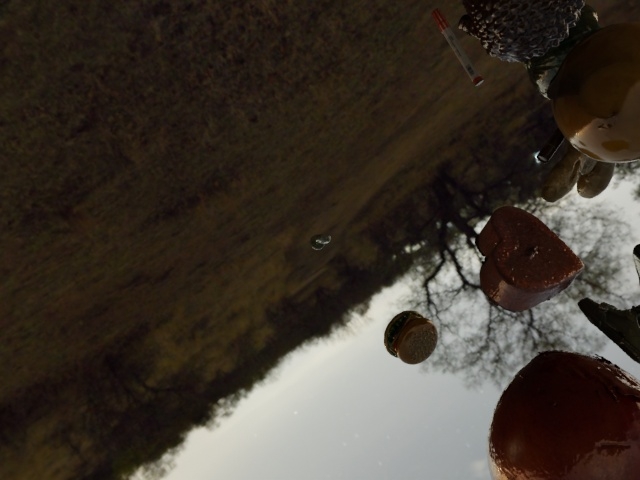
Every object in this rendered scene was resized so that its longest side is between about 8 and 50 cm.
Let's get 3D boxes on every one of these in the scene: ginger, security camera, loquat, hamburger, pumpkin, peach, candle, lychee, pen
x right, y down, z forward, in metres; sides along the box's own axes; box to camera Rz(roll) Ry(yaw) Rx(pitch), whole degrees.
[{"bbox_3d":[0.773,-0.279,1.652,0.363,0.122,0.348,-2,112,-37],"label":"ginger"},{"bbox_3d":[0.000,0.000,2.002,0.058,0.058,0.092,-36,180,-14],"label":"security camera"},{"bbox_3d":[0.515,-0.251,0.996,0.235,0.235,0.235,-37,175,-4],"label":"loquat"},{"bbox_3d":[0.265,0.286,1.696,0.162,0.162,0.115,-36,-151,-14],"label":"hamburger"},{"bbox_3d":[0.819,-0.591,1.903,0.263,0.293,0.197,-18,-134,16],"label":"pumpkin"},{"bbox_3d":[0.481,0.376,1.069,0.370,0.370,0.370,-37,175,-4],"label":"peach"},{"bbox_3d":[0.585,0.054,1.599,0.131,0.287,0.317,109,-1,-48],"label":"candle"},{"bbox_3d":[0.531,-0.640,1.551,0.330,0.306,0.306,-22,-178,25],"label":"lychee"},{"bbox_3d":[0.360,-0.511,1.523,0.028,0.239,0.028,-26,169,-6],"label":"pen"}]

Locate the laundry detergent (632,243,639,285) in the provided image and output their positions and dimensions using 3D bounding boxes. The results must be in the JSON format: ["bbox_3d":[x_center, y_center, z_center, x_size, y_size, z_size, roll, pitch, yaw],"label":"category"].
[{"bbox_3d":[0.985,0.117,1.713,0.063,0.211,0.137,-24,-152,2],"label":"laundry detergent"}]

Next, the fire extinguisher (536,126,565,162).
[{"bbox_3d":[0.674,-0.283,1.659,0.132,0.039,0.056,-53,172,-5],"label":"fire extinguisher"}]

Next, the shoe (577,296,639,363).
[{"bbox_3d":[0.943,0.242,1.784,0.109,0.293,0.149,17,116,-33],"label":"shoe"}]
